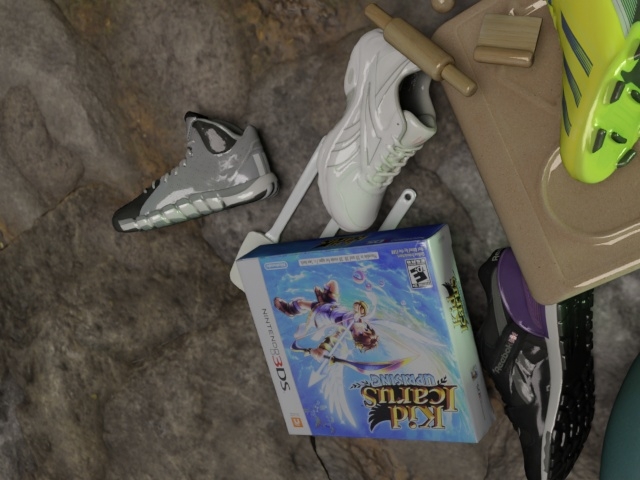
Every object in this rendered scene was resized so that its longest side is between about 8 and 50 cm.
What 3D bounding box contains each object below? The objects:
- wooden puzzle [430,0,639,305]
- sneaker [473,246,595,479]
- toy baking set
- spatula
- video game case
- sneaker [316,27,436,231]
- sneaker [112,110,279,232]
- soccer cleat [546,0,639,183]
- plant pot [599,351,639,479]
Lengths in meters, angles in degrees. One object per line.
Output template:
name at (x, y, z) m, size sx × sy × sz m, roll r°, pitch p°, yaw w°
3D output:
wooden puzzle at (0.308, -0.144, 0.836) m, size 0.347 × 0.080 × 0.322 m, roll -29°, pitch 72°, yaw 30°
sneaker at (0.238, 0.143, 0.980) m, size 0.124 × 0.107 × 0.283 m, roll 10°, pitch 108°, yaw 40°
toy baking set at (0.143, -0.269, 0.887) m, size 0.256 × 0.030 × 0.197 m, roll 41°, pitch 94°, yaw 29°
spatula at (0.000, 0.000, 1.067) m, size 0.168 × 0.019 × 0.242 m, roll 36°, pitch 114°, yaw 11°
video game case at (0.049, 0.116, 1.014) m, size 0.269 × 0.061 × 0.244 m, roll -7°, pitch 107°, yaw 35°
sneaker at (0.070, -0.112, 0.945) m, size 0.115 × 0.090 × 0.232 m, roll 27°, pitch 112°, yaw 43°
sneaker at (-0.171, -0.093, 1.085) m, size 0.228 × 0.086 × 0.132 m, roll -14°, pitch 93°, yaw 14°
soccer cleat at (0.253, -0.196, 0.780) m, size 0.121 × 0.093 × 0.289 m, roll 13°, pitch 94°, yaw 46°
plant pot at (0.405, 0.192, 0.838) m, size 0.290 × 0.290 × 0.195 m, roll -19°, pitch 59°, yaw 25°
